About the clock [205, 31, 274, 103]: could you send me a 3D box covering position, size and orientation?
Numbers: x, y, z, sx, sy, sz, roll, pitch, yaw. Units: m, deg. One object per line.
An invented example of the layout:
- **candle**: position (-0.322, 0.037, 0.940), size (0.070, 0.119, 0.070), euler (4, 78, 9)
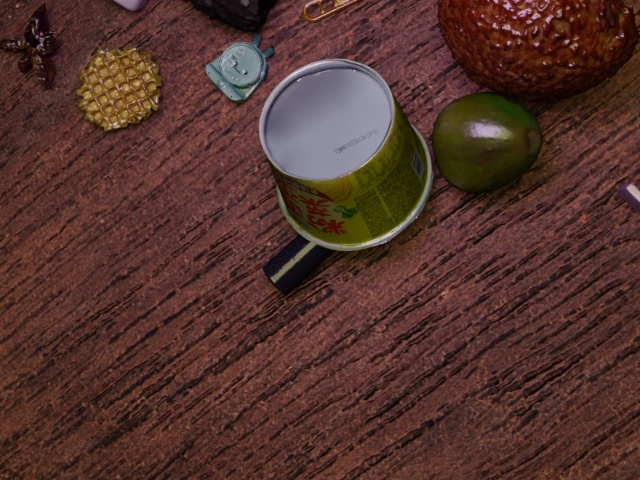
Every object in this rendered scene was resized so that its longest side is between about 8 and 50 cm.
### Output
- **clock**: position (-0.153, -0.347, 1.551), size (0.135, 0.041, 0.101), euler (-45, 82, 6)

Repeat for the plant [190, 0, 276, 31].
- **plant**: position (-0.182, -0.514, 1.489), size (0.234, 0.204, 0.178), euler (30, 86, 5)

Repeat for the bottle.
- **bottle**: position (0.000, 0.000, 1.500), size (0.244, 0.072, 0.082), euler (-44, 40, 6)

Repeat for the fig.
- **fig**: position (0.299, -0.174, 1.395), size (0.191, 0.181, 0.181), euler (4, 90, 52)

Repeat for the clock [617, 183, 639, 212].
- **clock**: position (0.724, -0.118, 1.377), size (0.290, 0.080, 0.275), euler (33, 95, 8)

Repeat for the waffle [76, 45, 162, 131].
- **waffle**: position (-0.408, -0.310, 1.596), size (0.191, 0.038, 0.191), euler (0, 89, 9)

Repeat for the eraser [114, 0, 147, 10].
- **eraser**: position (-0.356, -0.602, 1.511), size (0.174, 0.095, 0.270), euler (39, 119, -5)

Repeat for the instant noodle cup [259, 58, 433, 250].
- **instant noodle cup**: position (0.033, -0.162, 1.381), size (0.311, 0.221, 0.311), euler (-6, 66, 13)

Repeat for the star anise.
- **star anise**: position (-0.593, -0.398, 1.581), size (0.140, 0.144, 0.158), euler (-45, 83, 14)

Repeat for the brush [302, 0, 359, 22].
- **brush**: position (0.108, -0.499, 1.523), size (0.314, 0.017, 0.090), euler (-21, 86, 10)

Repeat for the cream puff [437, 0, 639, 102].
- **cream puff**: position (0.344, -0.355, 1.315), size (0.350, 0.350, 0.228), euler (30, 86, 9)
